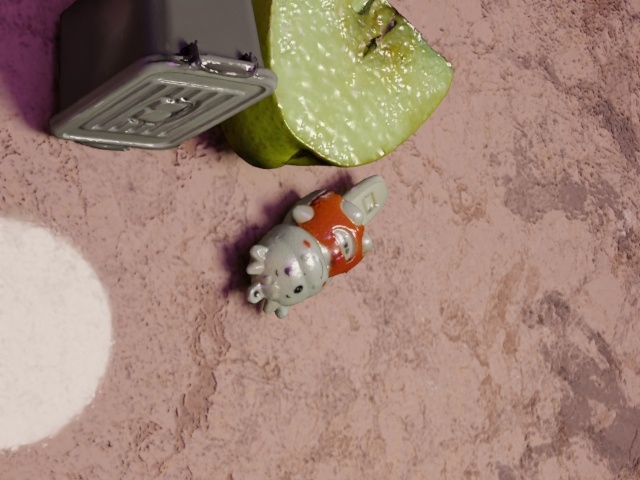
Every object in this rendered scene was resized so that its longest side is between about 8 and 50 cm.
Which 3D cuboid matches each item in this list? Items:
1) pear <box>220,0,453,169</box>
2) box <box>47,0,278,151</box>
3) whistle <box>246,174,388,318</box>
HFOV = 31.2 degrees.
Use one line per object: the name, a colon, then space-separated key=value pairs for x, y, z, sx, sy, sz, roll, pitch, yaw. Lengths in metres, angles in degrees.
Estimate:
pear: x=-0.012 y=-0.190 z=1.348 sx=0.292 sy=0.159 sz=0.292 roll=2 pitch=86 yaw=-36
box: x=-0.169 y=-0.191 z=1.174 sx=0.163 sy=0.243 sz=0.135 roll=2 pitch=74 yaw=-39
whistle: x=-0.001 y=0.001 z=1.388 sx=0.253 sy=0.105 sz=0.102 roll=-40 pitch=154 yaw=-34
